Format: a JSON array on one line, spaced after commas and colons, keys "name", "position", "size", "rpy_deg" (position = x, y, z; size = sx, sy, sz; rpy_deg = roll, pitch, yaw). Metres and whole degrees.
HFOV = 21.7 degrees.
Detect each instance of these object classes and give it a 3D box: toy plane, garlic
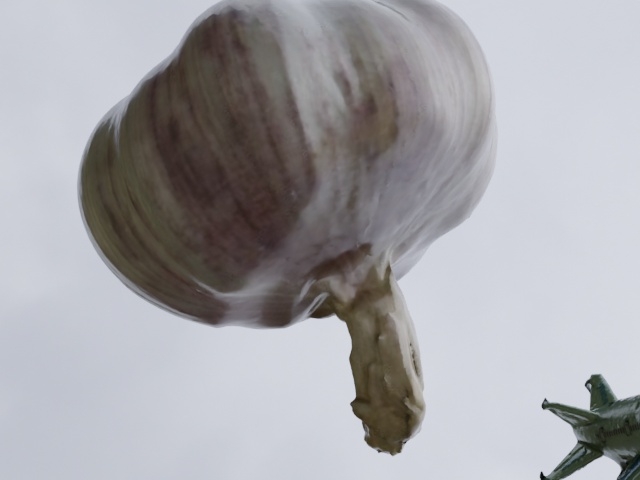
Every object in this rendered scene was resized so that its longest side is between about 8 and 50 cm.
[{"name": "toy plane", "position": [0.093, 0.052, 0.461], "size": [0.033, 0.080, 0.083], "rpy_deg": [37, -21, -18]}, {"name": "garlic", "position": [0.000, 0.000, 0.938], "size": [0.245, 0.245, 0.253], "rpy_deg": [-34, -108, 54]}]
